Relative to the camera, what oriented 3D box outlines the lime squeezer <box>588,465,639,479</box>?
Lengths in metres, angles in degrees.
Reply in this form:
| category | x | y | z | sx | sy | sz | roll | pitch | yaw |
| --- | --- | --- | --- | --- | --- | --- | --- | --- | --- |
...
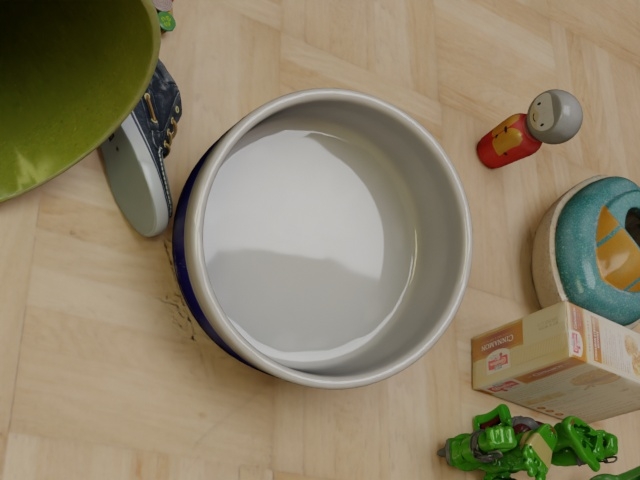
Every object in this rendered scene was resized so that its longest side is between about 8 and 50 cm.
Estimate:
| category | x | y | z | sx | sy | sz | roll | pitch | yaw |
| --- | --- | --- | --- | --- | --- | --- | --- | --- | --- |
| lime squeezer | 0.323 | 0.332 | 1.059 | 0.059 | 0.110 | 0.310 | 42 | 78 | -38 |

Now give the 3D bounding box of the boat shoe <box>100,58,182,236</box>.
| category | x | y | z | sx | sy | sz | roll | pitch | yaw |
| --- | --- | --- | --- | --- | --- | --- | --- | --- | --- |
| boat shoe | -0.159 | -0.096 | 0.881 | 0.083 | 0.065 | 0.183 | -15 | 79 | -41 |

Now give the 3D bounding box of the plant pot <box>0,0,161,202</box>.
| category | x | y | z | sx | sy | sz | roll | pitch | yaw |
| --- | --- | --- | --- | --- | --- | --- | --- | --- | --- |
| plant pot | -0.309 | -0.210 | 0.706 | 0.274 | 0.275 | 0.294 | -15 | 64 | -42 |

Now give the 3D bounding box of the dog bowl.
| category | x | y | z | sx | sy | sz | roll | pitch | yaw |
| --- | --- | --- | --- | --- | --- | --- | --- | --- | --- |
| dog bowl | 0.000 | 0.000 | 0.872 | 0.264 | 0.104 | 0.265 | 1 | 86 | -20 |

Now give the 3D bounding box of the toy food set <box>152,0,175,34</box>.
| category | x | y | z | sx | sy | sz | roll | pitch | yaw |
| --- | --- | --- | --- | --- | --- | --- | --- | --- | --- |
| toy food set | -0.184 | -0.244 | 0.962 | 0.082 | 0.020 | 0.083 | 0 | 69 | -39 |

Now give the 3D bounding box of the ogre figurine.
| category | x | y | z | sx | sy | sz | roll | pitch | yaw |
| --- | --- | --- | --- | --- | --- | --- | --- | --- | --- |
| ogre figurine | 0.214 | 0.220 | 1.003 | 0.197 | 0.118 | 0.097 | -14 | 83 | -41 |

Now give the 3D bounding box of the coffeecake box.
| category | x | y | z | sx | sy | sz | roll | pitch | yaw |
| --- | --- | --- | --- | --- | --- | --- | --- | --- | --- |
| coffeecake box | 0.289 | 0.145 | 1.082 | 0.185 | 0.142 | 0.068 | 22 | 56 | -30 |

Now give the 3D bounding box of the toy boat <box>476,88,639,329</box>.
| category | x | y | z | sx | sy | sz | roll | pitch | yaw |
| --- | --- | --- | --- | --- | --- | --- | --- | --- | --- |
| toy boat | 0.336 | -0.037 | 1.203 | 0.318 | 0.148 | 0.267 | 53 | 47 | -7 |
